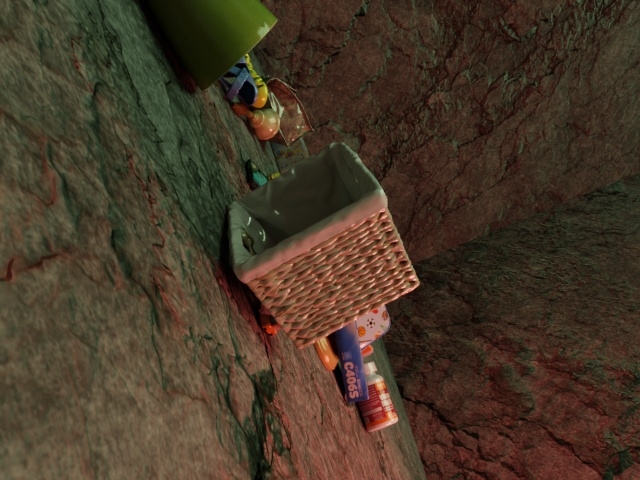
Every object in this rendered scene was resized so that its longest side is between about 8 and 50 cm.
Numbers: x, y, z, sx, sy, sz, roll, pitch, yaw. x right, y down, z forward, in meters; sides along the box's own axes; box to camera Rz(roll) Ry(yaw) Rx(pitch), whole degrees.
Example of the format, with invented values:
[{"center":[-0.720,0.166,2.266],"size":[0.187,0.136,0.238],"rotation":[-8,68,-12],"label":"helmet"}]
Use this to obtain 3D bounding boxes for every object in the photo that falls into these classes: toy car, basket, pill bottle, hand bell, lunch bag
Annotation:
[{"center":[-0.111,0.160,1.093],"size":[0.122,0.040,0.060],"rotation":[-102,167,-56],"label":"toy car"},{"center":[0.000,0.000,1.084],"size":[0.267,0.331,0.328],"rotation":[58,4,-30],"label":"basket"},{"center":[0.186,0.561,1.751],"size":[0.121,0.121,0.221],"rotation":[48,21,-70],"label":"pill bottle"},{"center":[-0.259,-0.466,1.799],"size":[0.242,0.126,0.126],"rotation":[10,56,-68],"label":"hand bell"},{"center":[-0.187,-0.560,2.029],"size":[0.235,0.169,0.287],"rotation":[29,-28,55],"label":"lunch bag"},{"center":[0.112,0.250,1.794],"size":[0.115,0.243,0.304],"rotation":[-7,-69,63],"label":"lunch bag"}]

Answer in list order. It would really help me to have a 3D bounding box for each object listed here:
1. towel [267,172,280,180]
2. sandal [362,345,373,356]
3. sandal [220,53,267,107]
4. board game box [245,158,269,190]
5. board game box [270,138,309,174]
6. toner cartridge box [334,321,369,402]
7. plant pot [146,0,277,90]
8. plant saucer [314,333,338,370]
[{"center":[-0.171,-0.218,1.939],"size":[0.237,0.021,0.102],"rotation":[-78,151,-79],"label":"towel"},{"center":[0.137,0.399,1.972],"size":[0.265,0.101,0.076],"rotation":[57,15,-46],"label":"sandal"},{"center":[-0.312,-0.603,1.695],"size":[0.138,0.126,0.317],"rotation":[-22,74,-43],"label":"sandal"},{"center":[-0.176,-0.164,1.569],"size":[0.186,0.026,0.126],"rotation":[49,17,-40],"label":"board game box"},{"center":[-0.139,-0.421,2.287],"size":[0.142,0.144,0.276],"rotation":[54,16,-64],"label":"board game box"},{"center":[0.095,0.342,1.625],"size":[0.165,0.075,0.348],"rotation":[-61,141,-86],"label":"toner cartridge box"},{"center":[-0.306,-0.584,1.220],"size":[0.293,0.274,0.275],"rotation":[46,16,-25],"label":"plant pot"},{"center":[0.013,0.317,1.556],"size":[0.200,0.037,0.200],"rotation":[-23,90,-82],"label":"plant saucer"}]
